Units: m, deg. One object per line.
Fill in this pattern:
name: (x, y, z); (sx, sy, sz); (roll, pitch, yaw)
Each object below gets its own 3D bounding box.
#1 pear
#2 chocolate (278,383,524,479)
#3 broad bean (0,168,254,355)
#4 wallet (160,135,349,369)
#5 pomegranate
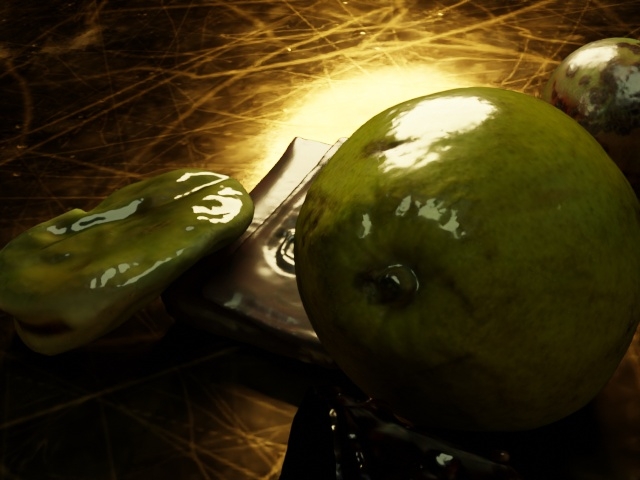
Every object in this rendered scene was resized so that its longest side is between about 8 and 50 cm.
pear: (0.090, 0.012, 0.524); (0.212, 0.212, 0.269); (11, 5, 22)
chocolate: (0.051, 0.149, 0.435); (0.133, 0.156, 0.156); (6, 36, -12)
broad bean: (-0.147, 0.007, 0.651); (0.207, 0.072, 0.153); (-30, 38, -6)
wallet: (0.000, 0.000, 0.694); (0.182, 0.049, 0.229); (17, 46, 25)
pomegranate: (0.262, -0.087, 0.707); (0.169, 0.148, 0.148); (16, 36, -13)
